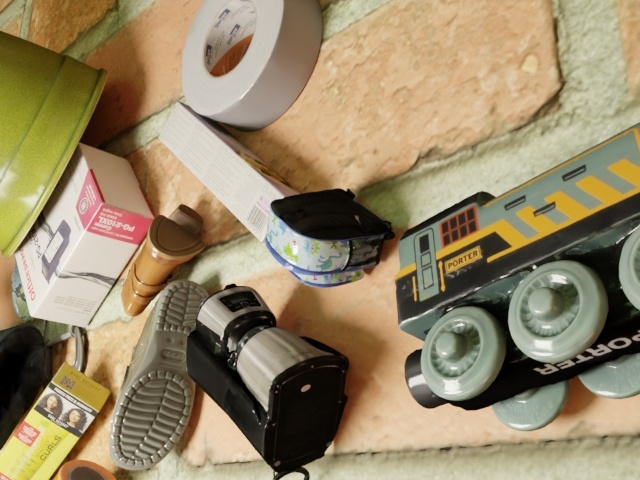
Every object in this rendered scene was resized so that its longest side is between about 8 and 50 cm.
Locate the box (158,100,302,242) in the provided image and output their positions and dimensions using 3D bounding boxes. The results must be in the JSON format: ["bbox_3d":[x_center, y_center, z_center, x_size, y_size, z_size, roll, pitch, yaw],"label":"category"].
[{"bbox_3d":[-0.115,-0.091,1.030,0.324,0.063,0.067,41,105,45],"label":"box"}]

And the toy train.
[{"bbox_3d":[0.199,0.022,0.616,0.334,0.142,0.190,-31,46,36],"label":"toy train"}]

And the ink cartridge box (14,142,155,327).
[{"bbox_3d":[-0.384,-0.006,1.256,0.237,0.100,0.172,-53,45,20],"label":"ink cartridge box"}]

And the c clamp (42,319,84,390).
[{"bbox_3d":[-0.434,0.182,1.303,0.161,0.022,0.137,-18,64,42],"label":"c clamp"}]

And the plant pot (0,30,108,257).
[{"bbox_3d":[-0.598,-0.209,1.286,0.366,0.353,0.366,-45,29,34],"label":"plant pot"}]

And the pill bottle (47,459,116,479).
[{"bbox_3d":[-0.366,0.419,1.070,0.245,0.130,0.130,-58,44,15],"label":"pill bottle"}]

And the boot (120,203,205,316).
[{"bbox_3d":[-0.221,0.040,1.046,0.152,0.073,0.197,-53,6,11],"label":"boot"}]

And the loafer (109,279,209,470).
[{"bbox_3d":[-0.209,0.176,1.033,0.087,0.094,0.251,-15,54,69],"label":"loafer"}]

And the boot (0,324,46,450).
[{"bbox_3d":[-0.629,0.195,1.380,0.445,0.146,0.367,-18,56,45],"label":"boot"}]

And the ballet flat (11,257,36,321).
[{"bbox_3d":[-0.514,0.051,1.405,0.070,0.070,0.188,-30,60,36],"label":"ballet flat"}]

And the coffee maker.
[{"bbox_3d":[-0.070,0.159,0.856,0.178,0.120,0.171,34,102,47],"label":"coffee maker"}]

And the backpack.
[{"bbox_3d":[0.000,0.000,0.840,0.105,0.114,0.084,43,128,44],"label":"backpack"}]

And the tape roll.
[{"bbox_3d":[-0.098,-0.263,1.066,0.219,0.072,0.219,-19,63,41],"label":"tape roll"}]

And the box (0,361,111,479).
[{"bbox_3d":[-0.416,0.296,1.189,0.232,0.087,0.058,-50,10,22],"label":"box"}]
